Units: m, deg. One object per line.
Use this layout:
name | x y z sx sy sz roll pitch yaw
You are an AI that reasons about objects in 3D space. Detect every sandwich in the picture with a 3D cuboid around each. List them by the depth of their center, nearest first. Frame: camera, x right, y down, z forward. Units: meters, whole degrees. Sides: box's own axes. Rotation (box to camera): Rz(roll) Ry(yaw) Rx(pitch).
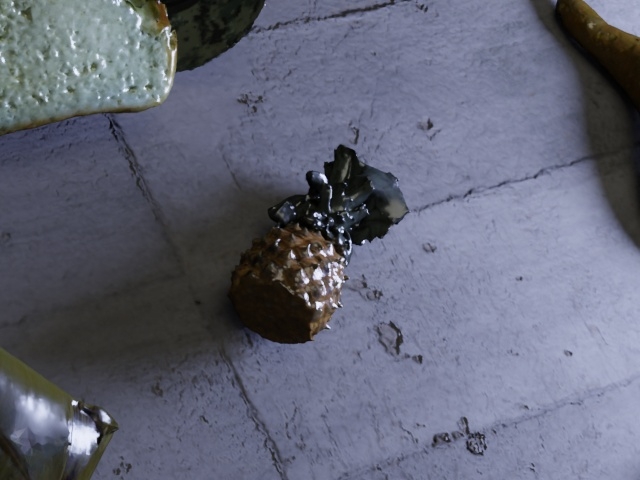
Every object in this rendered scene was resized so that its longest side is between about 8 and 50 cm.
sandwich | -0.259 -0.248 1.815 0.249 0.095 0.273 -10 107 -27

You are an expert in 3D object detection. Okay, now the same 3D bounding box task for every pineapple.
pineapple | 0.000 0.000 1.858 0.119 0.111 0.237 54 44 -23

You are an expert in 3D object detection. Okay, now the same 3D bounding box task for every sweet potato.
sweet potato | 0.372 -0.157 2.116 0.108 0.079 0.346 -13 62 -15

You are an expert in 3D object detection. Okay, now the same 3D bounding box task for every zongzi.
zongzi | -0.335 0.211 1.530 0.274 0.145 0.300 41 58 -29

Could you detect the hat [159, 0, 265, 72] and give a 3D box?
hat | -0.167 -0.317 1.950 0.265 0.265 0.128 22 19 -9
